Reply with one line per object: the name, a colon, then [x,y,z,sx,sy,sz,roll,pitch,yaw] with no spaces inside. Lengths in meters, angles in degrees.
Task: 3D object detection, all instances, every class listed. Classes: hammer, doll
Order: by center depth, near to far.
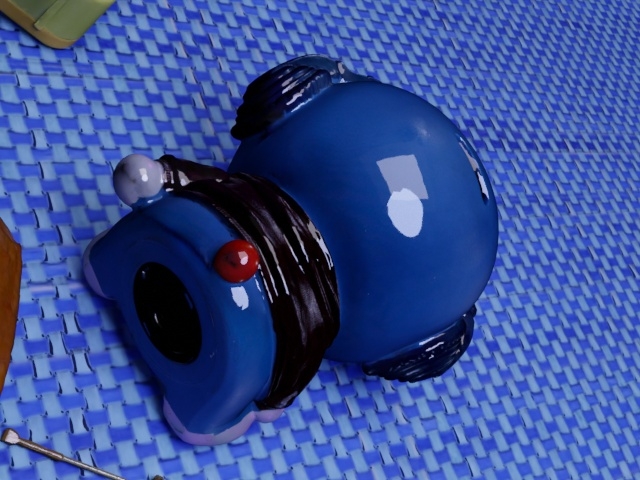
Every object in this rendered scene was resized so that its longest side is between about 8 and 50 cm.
hammer: [-0.168,0.161,0.676,0.123,0.014,0.029,26,39,-16]
doll: [0.000,0.000,0.764,0.310,0.240,0.284,-25,91,-39]

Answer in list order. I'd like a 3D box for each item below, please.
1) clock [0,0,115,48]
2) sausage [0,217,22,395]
clock: [-0.266,-0.281,0.834,0.202,0.096,0.143,37,41,-25]
sausage: [-0.264,0.073,0.564,0.141,0.153,0.268,21,49,-24]
